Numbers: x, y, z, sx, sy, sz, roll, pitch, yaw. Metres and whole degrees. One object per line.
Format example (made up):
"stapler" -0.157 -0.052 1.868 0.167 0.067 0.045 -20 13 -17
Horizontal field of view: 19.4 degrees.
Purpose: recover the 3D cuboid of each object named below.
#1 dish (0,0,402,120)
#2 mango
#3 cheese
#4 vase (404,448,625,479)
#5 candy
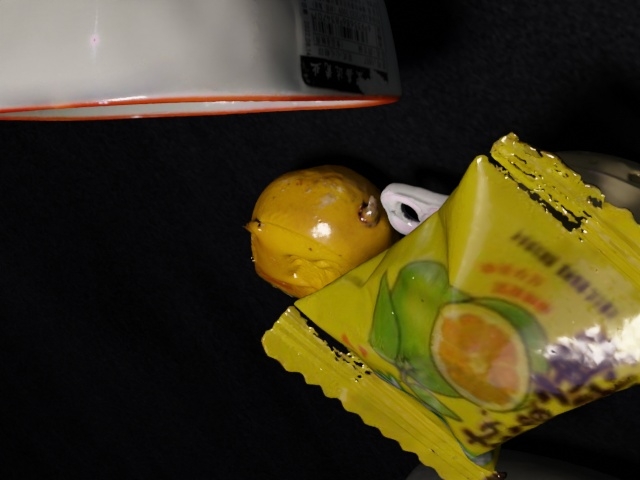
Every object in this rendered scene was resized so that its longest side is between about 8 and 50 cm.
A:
"dish" -0.084 -0.128 1.031 0.256 0.256 0.117 -1 93 47
"mango" 0.000 0.000 1.256 0.101 0.066 0.187 30 156 -4
"cheese" 0.133 0.000 1.115 0.227 0.064 0.137 15 142 36
"vase" 0.209 0.229 1.266 0.321 0.173 0.173 -3 132 43
"candy" 0.100 0.053 1.086 0.187 0.081 0.297 40 141 -10
